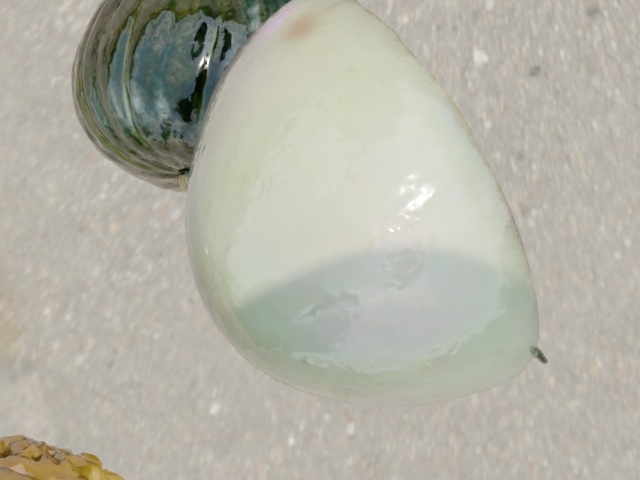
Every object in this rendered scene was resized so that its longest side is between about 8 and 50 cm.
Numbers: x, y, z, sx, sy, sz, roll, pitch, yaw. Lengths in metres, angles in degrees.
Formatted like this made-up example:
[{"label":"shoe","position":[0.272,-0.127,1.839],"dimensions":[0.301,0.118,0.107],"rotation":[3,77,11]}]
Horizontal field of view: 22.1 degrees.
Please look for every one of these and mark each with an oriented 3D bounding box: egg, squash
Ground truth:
[{"label":"egg","position":[-0.002,-0.011,0.947],"dimensions":[0.161,0.206,0.271],"rotation":[-29,76,-12]},{"label":"squash","position":[-0.072,-0.115,1.195],"dimensions":[0.218,0.172,0.218],"rotation":[18,156,8]}]

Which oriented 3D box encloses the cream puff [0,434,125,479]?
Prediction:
[{"label":"cream puff","position":[-0.137,0.254,0.802],"dimensions":[0.343,0.231,0.327],"rotation":[-14,91,52]}]
